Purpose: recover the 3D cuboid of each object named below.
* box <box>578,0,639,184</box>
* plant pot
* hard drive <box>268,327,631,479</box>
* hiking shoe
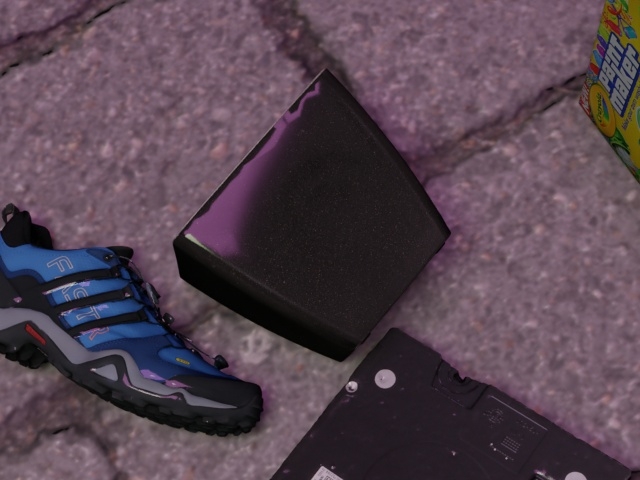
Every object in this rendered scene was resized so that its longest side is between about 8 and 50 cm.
[{"bbox_3d":[0.371,-0.109,0.945,0.177,0.290,0.279,-31,71,-5],"label":"box"},{"bbox_3d":[0.000,0.000,1.009,0.167,0.188,0.187,40,79,3],"label":"plant pot"},{"bbox_3d":[0.054,0.258,0.926,0.237,0.064,0.339,29,65,24],"label":"hard drive"},{"bbox_3d":[-0.178,0.068,1.027,0.304,0.113,0.132,22,75,12],"label":"hiking shoe"}]
